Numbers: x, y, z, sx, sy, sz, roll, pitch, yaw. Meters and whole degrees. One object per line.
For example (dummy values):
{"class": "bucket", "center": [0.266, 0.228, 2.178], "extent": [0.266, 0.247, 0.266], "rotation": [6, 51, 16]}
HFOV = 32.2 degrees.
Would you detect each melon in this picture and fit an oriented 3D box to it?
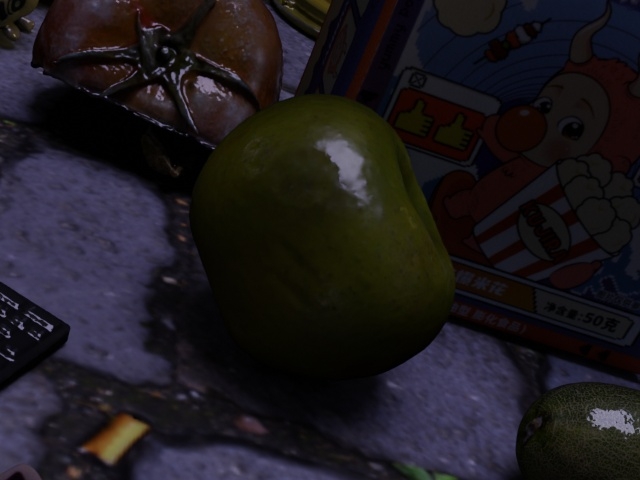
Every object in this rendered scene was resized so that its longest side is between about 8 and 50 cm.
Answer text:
{"class": "melon", "center": [0.208, 0.150, 0.743], "extent": [0.162, 0.099, 0.099], "rotation": [19, 27, -15]}

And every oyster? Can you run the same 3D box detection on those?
{"class": "oyster", "center": [-0.131, -0.074, 0.945], "extent": [0.051, 0.034, 0.093], "rotation": [33, 17, 2]}

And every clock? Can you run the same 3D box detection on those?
{"class": "clock", "center": [0.049, -0.307, 1.479], "extent": [0.237, 0.057, 0.237], "rotation": [19, 26, -10]}

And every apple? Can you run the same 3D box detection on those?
{"class": "apple", "center": [0.000, 0.000, 0.754], "extent": [0.156, 0.196, 0.196], "rotation": [-20, 32, 6]}

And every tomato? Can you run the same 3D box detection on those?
{"class": "tomato", "center": [-0.125, -0.175, 0.956], "extent": [0.214, 0.155, 0.181], "rotation": [22, 3, -10]}

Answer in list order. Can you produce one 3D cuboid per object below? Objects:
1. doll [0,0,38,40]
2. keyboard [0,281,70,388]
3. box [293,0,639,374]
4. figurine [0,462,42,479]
{"class": "doll", "center": [-0.305, -0.242, 1.056], "extent": [0.088, 0.102, 0.179], "rotation": [-17, 28, 15]}
{"class": "keyboard", "center": [-0.254, 0.085, 0.576], "extent": [0.101, 0.018, 0.310], "rotation": [30, 28, 10]}
{"class": "box", "center": [0.175, -0.114, 0.947], "extent": [0.348, 0.319, 0.257], "rotation": [18, 27, -13]}
{"class": "figurine", "center": [-0.154, 0.146, 0.436], "extent": [0.125, 0.125, 0.138], "rotation": [7, 16, -30]}
